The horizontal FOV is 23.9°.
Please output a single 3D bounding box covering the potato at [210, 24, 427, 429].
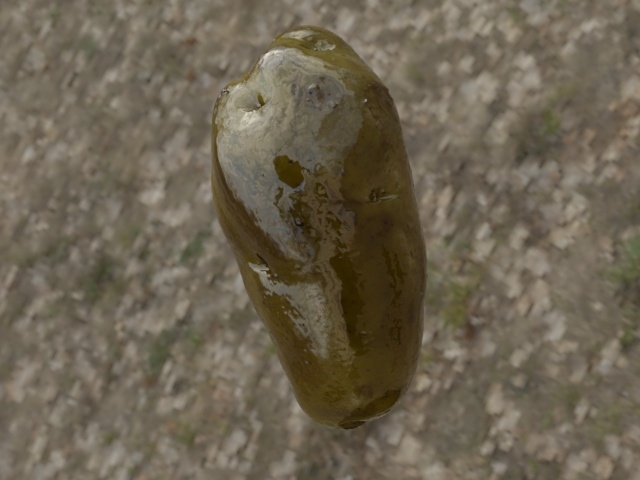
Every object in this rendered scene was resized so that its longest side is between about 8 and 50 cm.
[{"bbox_3d":[0.000,0.000,1.322,0.195,0.369,0.176,-4,21,17],"label":"potato"}]
